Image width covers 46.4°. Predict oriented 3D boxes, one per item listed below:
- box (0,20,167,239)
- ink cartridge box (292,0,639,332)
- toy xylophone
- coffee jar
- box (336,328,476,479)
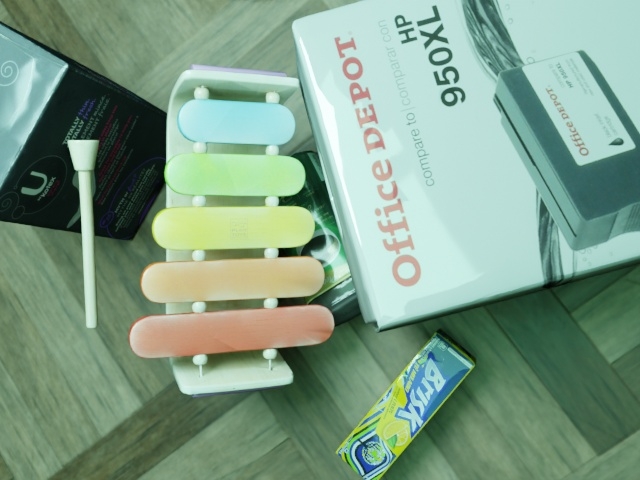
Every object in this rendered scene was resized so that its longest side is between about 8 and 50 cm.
[{"bbox_3d":[-0.285,-0.111,0.806,0.143,0.270,0.165,31,93,14],"label":"box"},{"bbox_3d":[0.197,-0.099,0.696,0.394,0.166,0.286,-16,82,0],"label":"ink cartridge box"},{"bbox_3d":[-0.116,-0.005,0.730,0.236,0.081,0.323,-10,99,-21],"label":"toy xylophone"},{"bbox_3d":[0.000,0.000,0.822,0.096,0.079,0.184,-32,78,11],"label":"coffee jar"},{"bbox_3d":[0.093,0.175,0.795,0.054,0.059,0.169,39,96,12],"label":"box"}]
